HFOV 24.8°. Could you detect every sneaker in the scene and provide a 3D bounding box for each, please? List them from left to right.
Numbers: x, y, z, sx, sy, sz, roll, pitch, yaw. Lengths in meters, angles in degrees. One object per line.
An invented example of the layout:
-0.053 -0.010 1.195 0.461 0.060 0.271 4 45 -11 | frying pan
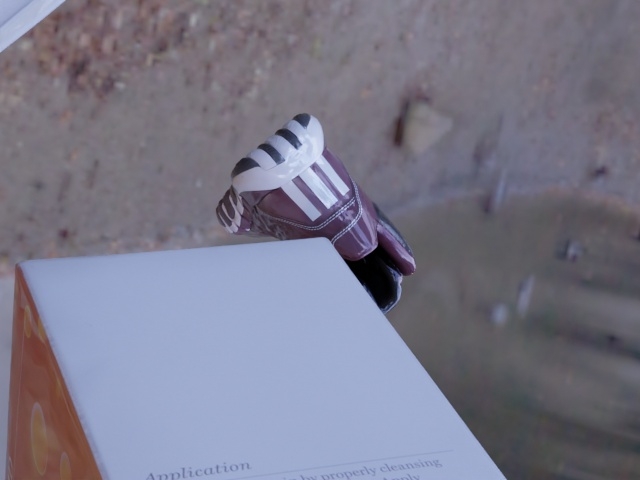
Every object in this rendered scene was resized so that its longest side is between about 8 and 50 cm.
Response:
0.000 0.000 1.209 0.106 0.162 0.281 -40 177 -4 | sneaker

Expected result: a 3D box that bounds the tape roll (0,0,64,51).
-0.115 -0.184 0.366 0.169 0.246 0.246 -39 154 5 | tape roll

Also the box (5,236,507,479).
-0.023 0.178 0.636 0.168 0.345 0.215 -4 121 -22 | box
